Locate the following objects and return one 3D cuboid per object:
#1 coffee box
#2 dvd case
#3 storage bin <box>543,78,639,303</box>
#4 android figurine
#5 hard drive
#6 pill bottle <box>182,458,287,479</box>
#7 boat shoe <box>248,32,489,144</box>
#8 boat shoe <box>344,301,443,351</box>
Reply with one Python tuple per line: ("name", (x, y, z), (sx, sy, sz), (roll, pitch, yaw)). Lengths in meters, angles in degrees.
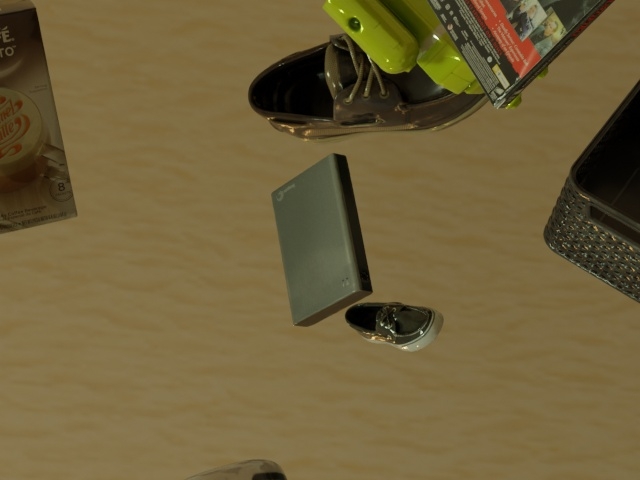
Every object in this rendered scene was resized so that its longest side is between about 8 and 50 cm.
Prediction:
("coffee box", (-0.372, -0.138, 1.560), (0.098, 0.141, 0.247), (-137, 35, -64))
("dvd case", (0.110, -0.139, 0.713), (0.119, 0.013, 0.087), (-47, 61, 36))
("storage bin", (0.284, -0.047, 1.167), (0.180, 0.122, 0.084), (-47, -18, -36))
("android figurine", (0.106, -0.239, 1.283), (0.056, 0.273, 0.248), (-40, 6, 46))
("hard drive", (0.000, 0.000, 1.263), (0.094, 0.022, 0.135), (-31, 61, 42))
("pill bottle", (-0.045, 0.272, 0.973), (0.119, 0.119, 0.208), (107, 144, -60))
("boat shoe", (0.058, -0.184, 1.627), (0.355, 0.130, 0.132), (-15, 80, 41))
("boat shoe", (0.075, 0.088, 1.456), (0.142, 0.040, 0.049), (-6, 57, 58))
